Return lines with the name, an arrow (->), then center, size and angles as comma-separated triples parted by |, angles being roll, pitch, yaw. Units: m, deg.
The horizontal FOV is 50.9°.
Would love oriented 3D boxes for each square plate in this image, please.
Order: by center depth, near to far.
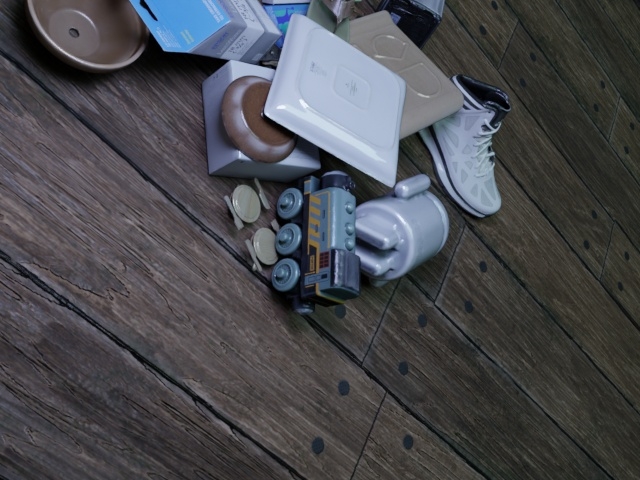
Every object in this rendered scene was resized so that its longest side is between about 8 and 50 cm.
square plate -> 0.059, -0.333, 1.530 | 0.344, 0.049, 0.347 | 27, 52, -22

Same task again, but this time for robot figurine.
robot figurine -> 0.194, -0.021, 1.681 | 0.200, 0.300, 0.353 | 31, 31, 23

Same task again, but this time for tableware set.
tableware set -> -0.155, -0.032, 1.524 | 0.128, 0.039, 0.194 | -40, 110, -51

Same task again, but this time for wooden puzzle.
wooden puzzle -> 0.163, -0.420, 1.748 | 0.322, 0.080, 0.348 | -29, 77, -34

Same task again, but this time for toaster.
toaster -> 0.247, -0.642, 1.906 | 0.168, 0.185, 0.110 | 23, 56, -10

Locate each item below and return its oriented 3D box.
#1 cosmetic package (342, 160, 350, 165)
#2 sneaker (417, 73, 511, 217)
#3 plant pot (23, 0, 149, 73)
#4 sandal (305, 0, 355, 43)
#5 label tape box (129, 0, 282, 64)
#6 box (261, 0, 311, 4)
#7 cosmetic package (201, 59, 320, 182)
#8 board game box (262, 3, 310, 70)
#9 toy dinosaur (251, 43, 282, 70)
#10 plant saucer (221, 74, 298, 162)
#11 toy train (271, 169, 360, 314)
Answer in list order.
cosmetic package -> 0.142, -0.300, 1.789 | 0.231, 0.117, 0.085 | -44, 107, -37
sneaker -> 0.456, -0.273, 1.945 | 0.169, 0.257, 0.447 | -45, 108, -38
plant pot -> -0.469, -0.430, 1.322 | 0.237, 0.110, 0.237 | 12, 72, -38
sandal -> 0.036, -0.601, 1.673 | 0.120, 0.086, 0.302 | 13, 74, -17
label tape box -> -0.254, -0.506, 1.411 | 0.240, 0.106, 0.334 | 55, 26, 7
box -> -0.012, -0.737, 1.740 | 0.322, 0.058, 0.232 | -18, 123, -38
cosmetic package -> -0.135, -0.261, 1.533 | 0.224, 0.138, 0.224 | 3, 75, -39
board game box -> -0.053, -0.524, 1.730 | 0.210, 0.047, 0.160 | -19, 91, -41
toy dinosaur -> -0.129, -0.428, 1.612 | 0.268, 0.064, 0.118 | 28, 91, -14
plant saucer -> -0.117, -0.265, 1.436 | 0.199, 0.036, 0.198 | 11, 72, -36
toy train -> 0.000, 0.000, 1.522 | 0.142, 0.190, 0.334 | 27, 58, -47
